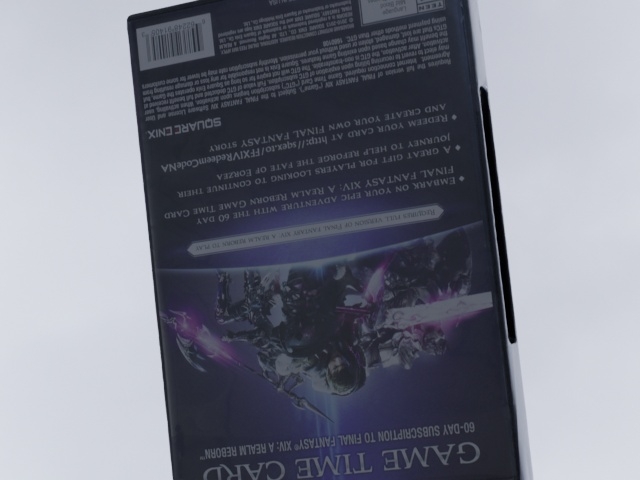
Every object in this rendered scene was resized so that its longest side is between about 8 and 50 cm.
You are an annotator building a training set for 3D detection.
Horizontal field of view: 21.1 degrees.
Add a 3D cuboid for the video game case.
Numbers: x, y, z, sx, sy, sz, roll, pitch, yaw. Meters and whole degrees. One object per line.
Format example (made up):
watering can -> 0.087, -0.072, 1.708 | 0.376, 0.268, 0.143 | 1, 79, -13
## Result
video game case -> 0.000, 0.000, 0.893 | 0.196, 0.026, 0.274 | -8, -95, 24
